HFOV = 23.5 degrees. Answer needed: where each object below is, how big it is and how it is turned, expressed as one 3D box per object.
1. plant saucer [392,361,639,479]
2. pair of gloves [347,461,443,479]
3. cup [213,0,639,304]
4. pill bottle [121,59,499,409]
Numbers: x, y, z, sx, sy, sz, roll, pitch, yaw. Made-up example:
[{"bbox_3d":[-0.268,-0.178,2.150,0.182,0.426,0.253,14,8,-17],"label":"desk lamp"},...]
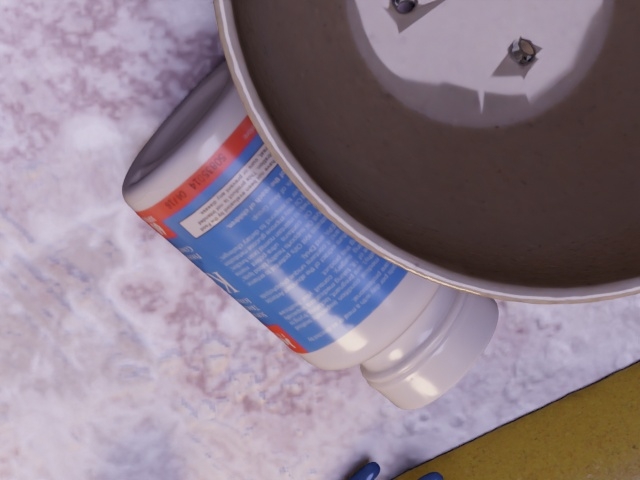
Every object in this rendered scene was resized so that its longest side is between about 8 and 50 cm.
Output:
[{"bbox_3d":[0.252,0.252,1.055,0.333,0.081,0.332,-25,106,-4],"label":"plant saucer"},{"bbox_3d":[0.041,0.244,0.985,0.159,0.023,0.198,-27,63,15],"label":"pair of gloves"},{"bbox_3d":[0.104,-0.142,0.835,0.331,0.237,0.331,0,94,-5],"label":"cup"},{"bbox_3d":[0.000,0.000,0.922,0.221,0.124,0.124,43,93,-16],"label":"pill bottle"}]
